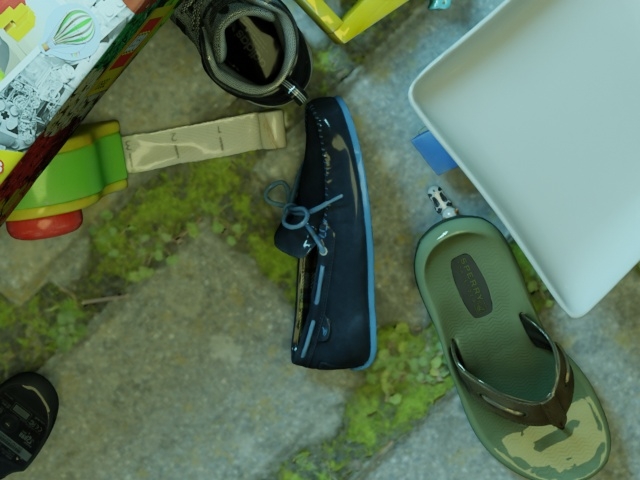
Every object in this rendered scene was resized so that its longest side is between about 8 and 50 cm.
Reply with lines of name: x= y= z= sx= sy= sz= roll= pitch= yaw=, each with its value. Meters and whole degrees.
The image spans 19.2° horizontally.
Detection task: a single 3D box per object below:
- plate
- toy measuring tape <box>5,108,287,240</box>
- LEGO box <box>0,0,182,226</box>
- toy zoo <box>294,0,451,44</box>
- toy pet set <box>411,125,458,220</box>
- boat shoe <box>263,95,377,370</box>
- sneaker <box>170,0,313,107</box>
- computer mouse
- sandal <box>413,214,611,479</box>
plate: x=0.243 y=-0.118 z=1.728 sx=0.277 sy=0.045 sz=0.278 roll=-43 pitch=108 yaw=-13
toy measuring tape: x=-0.189 y=-0.068 z=1.677 sx=0.330 sy=0.121 sz=0.121 roll=-9 pitch=102 yaw=-6
LEGO box: x=-0.391 y=-0.246 z=1.503 sx=0.500 sy=0.193 sz=0.372 roll=39 pitch=102 yaw=0
toy zoo: x=0.014 y=-0.312 z=1.681 sx=0.192 sy=0.030 sz=0.293 roll=-46 pitch=103 yaw=-8
toy pet set: x=0.148 y=-0.073 z=1.744 sx=0.122 sy=0.065 sz=0.114 roll=-38 pitch=103 yaw=1
boat shoe: x=0.000 y=0.000 z=1.719 sx=0.089 sy=0.109 sz=0.258 roll=-7 pitch=100 yaw=-7
sneaker: x=-0.101 y=-0.219 z=1.638 sx=0.101 sy=0.153 sz=0.268 roll=-44 pitch=103 yaw=2
computer mouse: x=-0.326 y=0.218 z=1.759 sx=0.071 sy=0.041 sz=0.242 roll=41 pitch=100 yaw=-4
sandal: x=0.177 y=0.117 z=1.767 sx=0.120 sy=0.086 sz=0.303 roll=-32 pitch=113 yaw=0
